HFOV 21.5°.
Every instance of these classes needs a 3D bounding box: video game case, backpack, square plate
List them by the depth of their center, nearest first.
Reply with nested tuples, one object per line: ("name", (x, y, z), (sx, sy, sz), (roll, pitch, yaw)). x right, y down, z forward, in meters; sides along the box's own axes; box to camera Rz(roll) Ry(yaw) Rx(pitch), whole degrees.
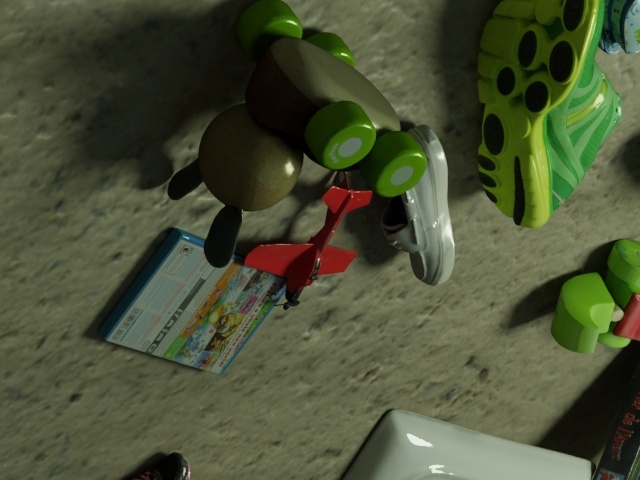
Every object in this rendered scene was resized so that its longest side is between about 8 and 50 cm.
("video game case", (-0.110, 0.058, 1.520), (0.119, 0.015, 0.166), (-53, 142, 11))
("backpack", (0.284, -0.237, 1.546), (0.105, 0.084, 0.114), (-39, 140, -10))
("square plate", (0.128, 0.373, 1.962), (0.347, 0.049, 0.344), (19, 110, -37))

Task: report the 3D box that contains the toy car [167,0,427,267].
("toy car", (-0.039, -0.068, 1.361), (0.188, 0.155, 0.149), (-44, 144, 16))

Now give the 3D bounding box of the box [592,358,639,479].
("box", (0.419, 0.223, 2.077), (0.159, 0.044, 0.233), (38, 72, -52))

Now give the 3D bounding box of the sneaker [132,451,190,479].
("sneaker", (-0.177, 0.247, 1.622), (0.119, 0.047, 0.057), (-47, 132, 2))

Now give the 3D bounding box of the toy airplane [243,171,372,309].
("toy airplane", (0.000, 0.000, 1.542), (0.151, 0.028, 0.151), (-30, 139, -30))

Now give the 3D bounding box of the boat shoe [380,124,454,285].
("boat shoe", (0.086, -0.024, 1.586), (0.063, 0.066, 0.184), (-21, 139, -14))

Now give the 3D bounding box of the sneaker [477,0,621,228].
("sneaker", (0.216, -0.143, 1.573), (0.123, 0.109, 0.295), (-35, 149, -29))

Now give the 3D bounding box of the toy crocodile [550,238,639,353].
("toy crocodile", (0.408, 0.079, 1.921), (0.340, 0.105, 0.115), (5, 123, -29))
